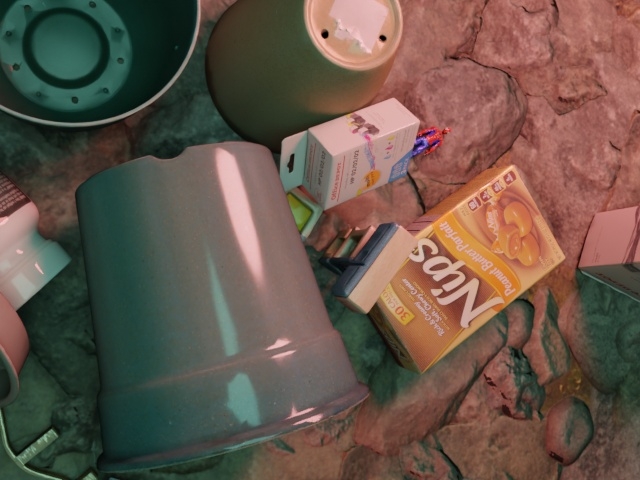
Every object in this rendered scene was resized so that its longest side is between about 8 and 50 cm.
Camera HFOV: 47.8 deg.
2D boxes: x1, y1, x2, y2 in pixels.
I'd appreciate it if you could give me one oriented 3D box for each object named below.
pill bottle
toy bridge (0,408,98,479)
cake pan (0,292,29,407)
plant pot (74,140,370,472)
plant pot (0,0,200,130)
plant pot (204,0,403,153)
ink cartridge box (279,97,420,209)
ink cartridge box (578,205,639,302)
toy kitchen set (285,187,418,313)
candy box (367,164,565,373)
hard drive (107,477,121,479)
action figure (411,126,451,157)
[{"bbox_3d":[-0.450,-0.033,0.876,0.162,0.162,0.278,-45,102,-14],"label":"pill bottle"},{"bbox_3d":[-0.379,0.275,0.966,0.063,0.026,0.188,-39,101,-13],"label":"toy bridge"},{"bbox_3d":[-0.460,0.082,0.827,0.293,0.293,0.054,41,47,-14],"label":"cake pan"},{"bbox_3d":[-0.146,0.072,0.909,0.341,0.341,0.334,-14,85,-19],"label":"plant pot"},{"bbox_3d":[-0.314,-0.267,0.888,0.293,0.235,0.292,0,90,-19],"label":"plant pot"},{"bbox_3d":[-0.004,-0.261,0.975,0.257,0.274,0.256,1,88,-19],"label":"plant pot"},{"bbox_3d":[0.037,-0.110,0.969,0.181,0.104,0.061,-24,56,-24],"label":"ink cartridge box"},{"bbox_3d":[0.599,0.028,1.173,0.207,0.283,0.117,25,78,-17],"label":"ink cartridge box"},{"bbox_3d":[0.000,0.000,1.005,0.166,0.207,0.122,40,76,-14],"label":"toy kitchen set"},{"bbox_3d":[0.214,0.041,1.141,0.316,0.087,0.183,-35,100,-17],"label":"candy box"},{"bbox_3d":[-0.222,0.446,1.002,0.255,0.054,0.172,32,79,-16],"label":"hard drive"},{"bbox_3d":[0.163,-0.155,1.160,0.115,0.030,0.038,-29,93,-19],"label":"action figure"}]
